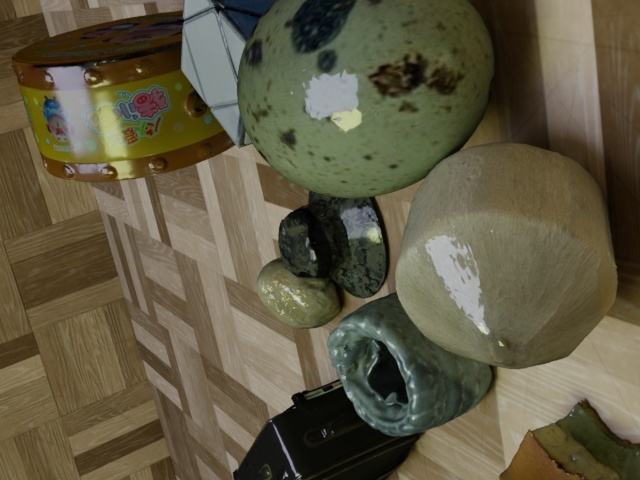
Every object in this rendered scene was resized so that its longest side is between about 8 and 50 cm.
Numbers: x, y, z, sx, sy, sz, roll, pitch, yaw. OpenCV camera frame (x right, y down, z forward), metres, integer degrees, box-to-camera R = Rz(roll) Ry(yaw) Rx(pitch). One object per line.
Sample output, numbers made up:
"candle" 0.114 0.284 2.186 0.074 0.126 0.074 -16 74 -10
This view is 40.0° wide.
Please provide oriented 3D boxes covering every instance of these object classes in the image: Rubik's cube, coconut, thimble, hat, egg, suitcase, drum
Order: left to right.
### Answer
"drum" -0.340 -0.281 1.635 0.431 0.431 0.214 27 133 53
"Rubik's cube" -0.081 -0.302 1.359 0.205 0.205 0.207 54 149 27
"suitcase" -0.004 0.419 1.664 0.194 0.283 0.434 61 152 23
"hat" 0.000 0.000 1.522 0.265 0.128 0.265 38 138 44
"egg" 0.050 -0.197 1.094 0.379 0.287 0.288 -18 93 66
"thimble" 0.135 0.182 1.358 0.250 0.172 0.205 22 124 53
"coconut" 0.206 0.029 0.982 0.266 0.237 0.237 -73 -13 -52

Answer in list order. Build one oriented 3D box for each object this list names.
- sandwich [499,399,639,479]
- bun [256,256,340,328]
"sandwich" 0.349 0.338 1.124 0.220 0.108 0.186 55 151 30
"bun" -0.037 0.096 1.691 0.164 0.111 0.188 50 155 -7
